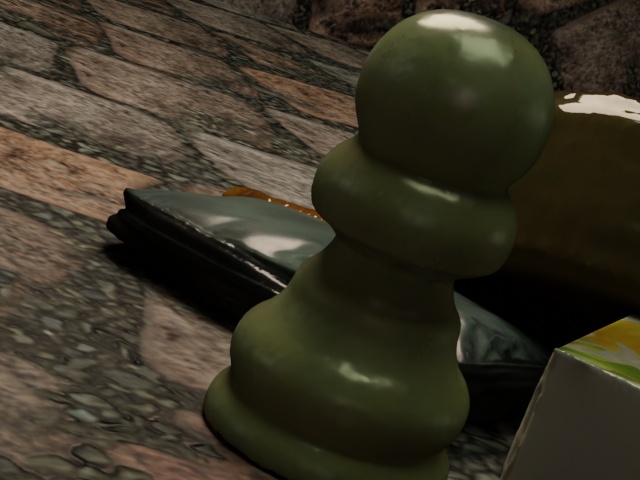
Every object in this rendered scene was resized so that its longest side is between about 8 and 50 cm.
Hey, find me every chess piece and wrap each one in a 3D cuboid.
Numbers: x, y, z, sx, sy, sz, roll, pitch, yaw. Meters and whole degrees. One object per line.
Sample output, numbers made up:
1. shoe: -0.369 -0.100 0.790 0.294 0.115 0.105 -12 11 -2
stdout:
1. chess piece: 0.041 -0.001 0.881 0.144 0.251 0.144 18 13 -4

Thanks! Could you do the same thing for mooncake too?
1. mooncake: 0.225 0.009 1.164 0.284 0.155 0.284 23 -12 5

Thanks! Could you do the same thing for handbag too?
1. handbag: 0.016 0.039 1.115 0.332 0.075 0.192 25 10 37

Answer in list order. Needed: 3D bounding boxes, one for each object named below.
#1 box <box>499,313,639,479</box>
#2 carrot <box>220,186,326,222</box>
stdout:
1. box: 0.249 0.145 0.917 0.260 0.111 0.194 22 11 19
2. carrot: 0.000 0.000 1.285 0.210 0.061 0.061 24 12 34
